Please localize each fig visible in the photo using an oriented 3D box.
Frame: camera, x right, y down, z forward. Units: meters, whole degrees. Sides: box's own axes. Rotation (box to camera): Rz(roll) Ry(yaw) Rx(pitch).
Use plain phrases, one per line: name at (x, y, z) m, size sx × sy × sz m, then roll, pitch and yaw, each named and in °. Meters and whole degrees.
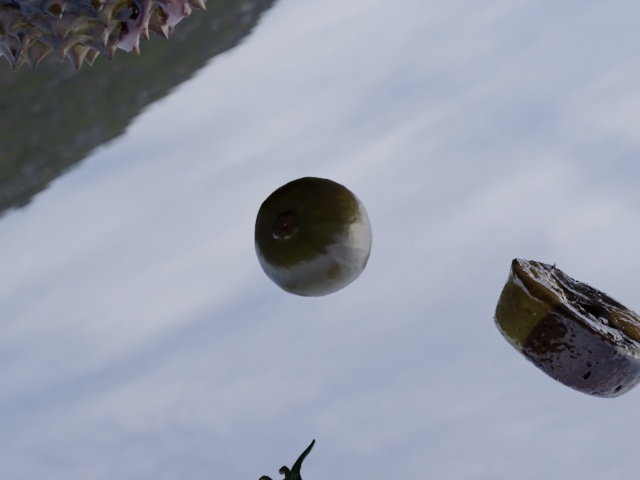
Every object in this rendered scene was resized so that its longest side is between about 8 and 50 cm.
fig at (0.000, 0.000, 0.984) m, size 0.074 × 0.074 × 0.088 m, roll -15°, pitch 163°, yaw 26°

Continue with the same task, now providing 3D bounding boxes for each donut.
donut at (0.239, 0.085, 1.505) m, size 0.073 × 0.166 × 0.184 m, roll -56°, pitch 156°, yaw 15°

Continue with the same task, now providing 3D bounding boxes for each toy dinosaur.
toy dinosaur at (-0.035, 0.273, 1.769) m, size 0.060 × 0.029 × 0.119 m, roll 33°, pitch -103°, yaw 37°

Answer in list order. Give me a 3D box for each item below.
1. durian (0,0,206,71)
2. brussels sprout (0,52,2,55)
durian at (-0.205, -0.297, 1.186) m, size 0.385 × 0.347 × 0.347 m, roll 4°, pitch -151°, yaw 16°
brussels sprout at (-0.368, -0.257, 1.450) m, size 0.244 × 0.244 × 0.244 m, roll -22°, pitch -160°, yaw 8°
